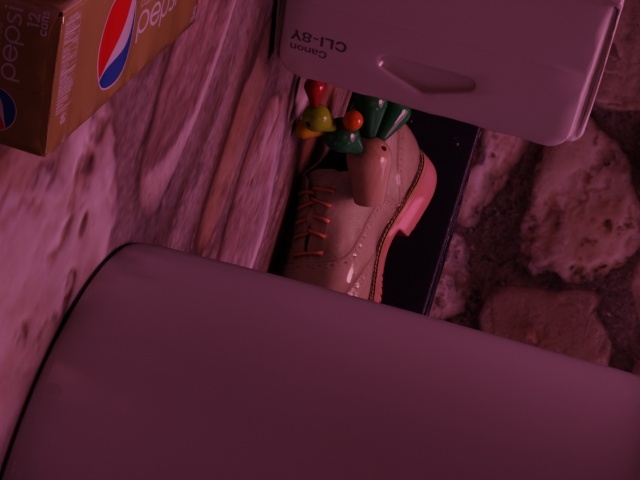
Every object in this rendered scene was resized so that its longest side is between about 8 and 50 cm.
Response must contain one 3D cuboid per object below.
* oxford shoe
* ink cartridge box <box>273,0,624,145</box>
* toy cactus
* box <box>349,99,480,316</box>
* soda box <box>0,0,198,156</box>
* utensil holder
[{"bbox_3d":[0.000,0.000,1.538,0.146,0.140,0.397,59,43,-37],"label":"oxford shoe"},{"bbox_3d":[0.148,-0.296,1.218,0.160,0.279,0.385,97,11,-49],"label":"ink cartridge box"},{"bbox_3d":[0.042,-0.126,1.453,0.219,0.112,0.181,-39,133,-58],"label":"toy cactus"},{"bbox_3d":[0.092,-0.011,1.886,0.312,0.179,0.343,93,15,-68],"label":"box"},{"bbox_3d":[-0.102,-0.099,0.555,0.181,0.061,0.058,-62,166,-63],"label":"soda box"},{"bbox_3d":[0.020,0.196,0.876,0.327,0.385,0.328,16,90,-83],"label":"utensil holder"}]
